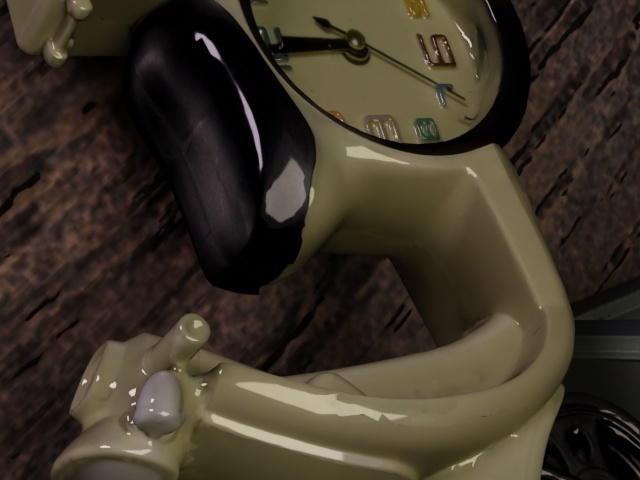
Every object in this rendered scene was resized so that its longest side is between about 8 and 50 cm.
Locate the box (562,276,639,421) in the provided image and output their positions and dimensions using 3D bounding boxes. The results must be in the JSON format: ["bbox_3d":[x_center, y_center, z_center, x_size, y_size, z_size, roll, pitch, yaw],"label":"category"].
[{"bbox_3d":[0.246,0.073,0.756,0.225,0.225,0.117,-18,95,-31],"label":"box"}]

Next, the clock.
[{"bbox_3d":[0.000,0.000,0.623,0.276,0.120,0.379,-1,62,-29],"label":"clock"}]
